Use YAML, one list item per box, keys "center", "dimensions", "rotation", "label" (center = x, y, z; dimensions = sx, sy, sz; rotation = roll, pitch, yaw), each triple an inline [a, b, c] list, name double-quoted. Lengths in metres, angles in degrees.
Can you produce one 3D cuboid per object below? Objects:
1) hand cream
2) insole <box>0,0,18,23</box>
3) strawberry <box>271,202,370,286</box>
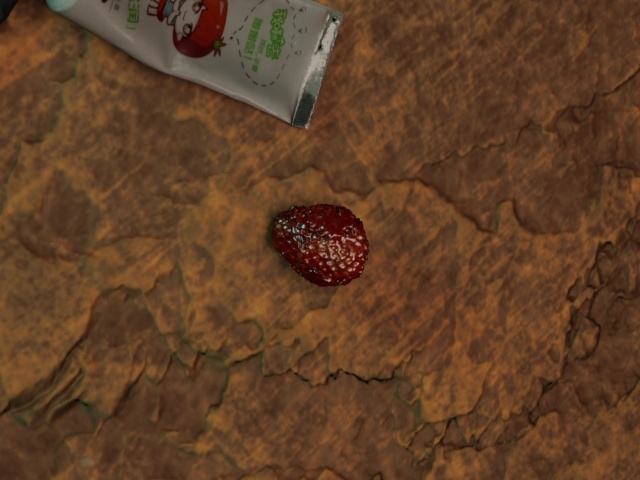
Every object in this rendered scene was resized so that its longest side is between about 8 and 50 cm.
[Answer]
- center: [-0.121, -0.205, 1.427]
  dimensions: [0.336, 0.076, 0.121]
  rotation: [18, 91, -38]
  label: "hand cream"
- center: [-0.347, -0.169, 1.306]
  dimensions: [0.119, 0.009, 0.348]
  rotation: [40, 69, -27]
  label: "insole"
- center: [0.000, 0.000, 1.517]
  dimensions: [0.096, 0.083, 0.083]
  rotation: [10, 93, -2]
  label: "strawberry"
